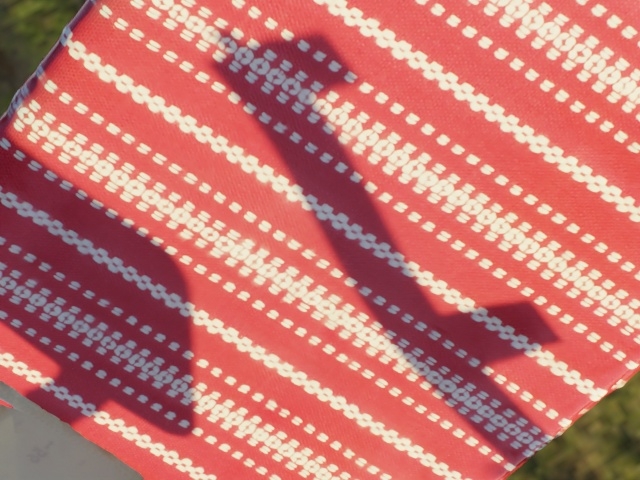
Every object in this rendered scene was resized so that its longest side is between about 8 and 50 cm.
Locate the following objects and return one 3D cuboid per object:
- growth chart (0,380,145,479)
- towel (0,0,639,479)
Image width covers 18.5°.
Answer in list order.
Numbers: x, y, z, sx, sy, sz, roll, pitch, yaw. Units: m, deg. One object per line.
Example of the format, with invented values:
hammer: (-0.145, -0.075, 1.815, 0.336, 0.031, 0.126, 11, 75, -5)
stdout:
growth chart: (-0.130, 0.055, 0.366, 0.237, 0.172, 0.021, 33, 136, 22)
towel: (0.000, 0.000, 0.582, 0.199, 0.031, 0.275, 32, 129, -16)
